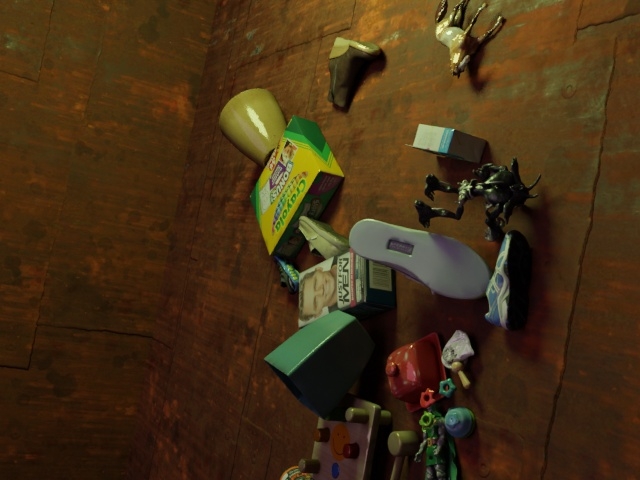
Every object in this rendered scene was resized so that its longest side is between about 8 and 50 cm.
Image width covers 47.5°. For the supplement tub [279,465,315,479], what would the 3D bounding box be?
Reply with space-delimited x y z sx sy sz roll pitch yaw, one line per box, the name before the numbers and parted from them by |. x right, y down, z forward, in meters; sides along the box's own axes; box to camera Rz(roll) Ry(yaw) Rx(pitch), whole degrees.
supplement tub | -0.056 0.695 2.026 0.198 0.106 0.106 -176 97 -70

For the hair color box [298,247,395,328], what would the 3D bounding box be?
hair color box | 0.066 0.138 2.035 0.347 0.105 0.174 -30 54 53

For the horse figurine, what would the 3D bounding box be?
horse figurine | 0.350 -0.534 1.829 0.174 0.066 0.263 -54 39 26

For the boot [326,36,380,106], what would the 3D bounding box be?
boot | 0.100 -0.518 2.266 0.248 0.090 0.207 36 123 57

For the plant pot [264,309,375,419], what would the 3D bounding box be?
plant pot | 0.012 0.301 1.880 0.234 0.166 0.165 -43 22 -15

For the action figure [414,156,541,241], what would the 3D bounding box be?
action figure | 0.356 -0.093 1.594 0.275 0.141 0.164 -1 69 33

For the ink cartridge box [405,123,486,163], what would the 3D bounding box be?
ink cartridge box | 0.300 -0.238 1.765 0.181 0.104 0.062 26 102 60

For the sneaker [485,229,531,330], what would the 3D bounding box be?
sneaker | 0.386 0.081 1.526 0.081 0.080 0.211 -2 77 57

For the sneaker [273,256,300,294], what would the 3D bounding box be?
sneaker | -0.116 0.111 2.396 0.078 0.067 0.188 -60 37 18

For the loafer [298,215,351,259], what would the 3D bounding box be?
loafer | 0.000 0.000 2.201 0.268 0.101 0.092 37 106 57

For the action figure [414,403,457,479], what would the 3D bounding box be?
action figure | 0.259 0.481 1.627 0.137 0.063 0.232 -38 44 53

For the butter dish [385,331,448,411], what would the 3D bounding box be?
butter dish | 0.207 0.308 1.714 0.160 0.118 0.160 -42 45 47

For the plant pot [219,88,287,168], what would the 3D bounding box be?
plant pot | -0.206 -0.371 2.600 0.237 0.237 0.254 -57 49 32

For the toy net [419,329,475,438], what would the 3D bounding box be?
toy net | 0.291 0.317 1.622 0.122 0.045 0.232 -3 69 42

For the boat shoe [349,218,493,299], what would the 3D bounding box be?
boat shoe | 0.252 0.051 1.726 0.367 0.156 0.136 18 90 31

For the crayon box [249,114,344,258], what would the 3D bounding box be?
crayon box | -0.091 -0.175 2.416 0.363 0.106 0.313 -59 35 31

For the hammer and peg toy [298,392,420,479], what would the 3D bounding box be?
hammer and peg toy | 0.083 0.534 1.835 0.361 0.127 0.266 6 85 60
